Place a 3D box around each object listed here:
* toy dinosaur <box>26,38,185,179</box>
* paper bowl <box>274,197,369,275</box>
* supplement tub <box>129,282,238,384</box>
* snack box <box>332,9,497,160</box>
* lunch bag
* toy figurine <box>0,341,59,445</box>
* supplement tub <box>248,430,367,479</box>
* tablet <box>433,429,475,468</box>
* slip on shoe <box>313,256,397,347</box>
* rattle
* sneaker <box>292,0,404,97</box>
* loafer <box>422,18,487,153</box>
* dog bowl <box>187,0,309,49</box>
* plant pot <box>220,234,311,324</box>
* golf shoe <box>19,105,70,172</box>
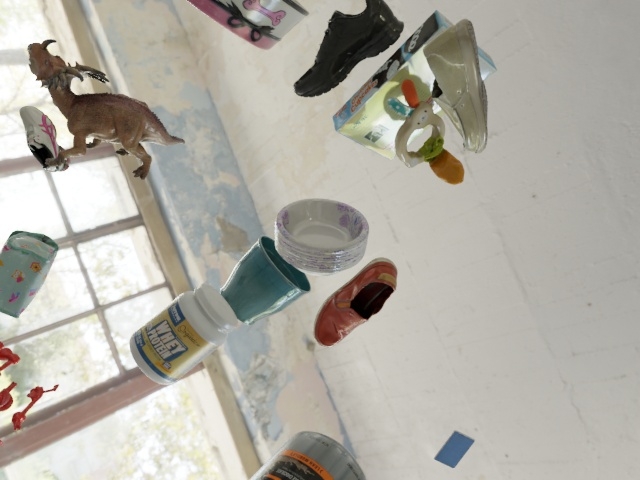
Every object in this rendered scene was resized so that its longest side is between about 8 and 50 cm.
[{"bbox_3d":[-0.391,-0.236,0.897,0.127,0.296,0.200,-112,-142,-50],"label":"toy dinosaur"},{"bbox_3d":[0.000,0.000,1.481,0.284,0.284,0.148,39,-44,37],"label":"paper bowl"},{"bbox_3d":[-0.296,0.202,1.058,0.144,0.200,0.144,51,1,-1],"label":"supplement tub"},{"bbox_3d":[0.200,-0.324,1.072,0.322,0.187,0.060,-39,-134,37],"label":"snack box"},{"bbox_3d":[-0.968,0.093,1.559,0.223,0.160,0.262,-60,-156,2],"label":"lunch bag"},{"bbox_3d":[-0.631,0.159,0.785,0.363,0.191,0.217,25,-53,17],"label":"toy figurine"},{"bbox_3d":[-0.076,0.531,0.881,0.207,0.338,0.207,17,-60,31],"label":"supplement tub"},{"bbox_3d":[0.282,0.441,1.019,0.083,0.054,0.006,-60,-170,13],"label":"tablet"},{"bbox_3d":[0.089,0.186,1.317,0.331,0.123,0.101,-49,-159,25],"label":"slip on shoe"},{"bbox_3d":[0.222,-0.219,1.008,0.199,0.130,0.142,71,4,-50],"label":"rattle"},{"bbox_3d":[0.042,-0.440,1.095,0.130,0.286,0.109,47,19,-26],"label":"sneaker"},{"bbox_3d":[0.251,-0.269,0.883,0.092,0.102,0.268,-4,-42,24],"label":"loafer"},{"bbox_3d":[-0.236,-0.662,1.262,0.150,0.408,0.408,-51,-119,20],"label":"dog bowl"},{"bbox_3d":[-0.219,0.162,1.768,0.255,0.272,0.271,-41,-112,10],"label":"plant pot"},{"bbox_3d":[-0.715,-0.262,1.232,0.186,0.068,0.086,61,8,-5],"label":"golf shoe"}]
